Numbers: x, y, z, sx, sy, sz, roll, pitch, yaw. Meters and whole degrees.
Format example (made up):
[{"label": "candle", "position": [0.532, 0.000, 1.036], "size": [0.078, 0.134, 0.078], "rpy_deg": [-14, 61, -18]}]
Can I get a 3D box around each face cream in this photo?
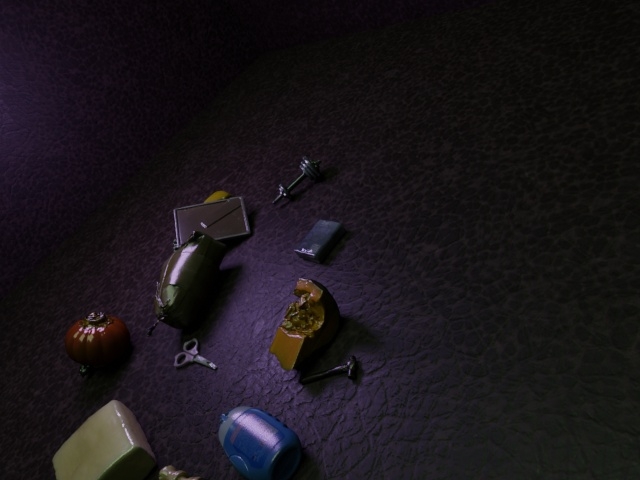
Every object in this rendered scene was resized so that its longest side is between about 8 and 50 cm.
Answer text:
[{"label": "face cream", "position": [-0.162, 0.487, 1.266], "size": [0.264, 0.083, 0.149], "rpy_deg": [13, 56, 49]}]

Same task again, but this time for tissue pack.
[{"label": "tissue pack", "position": [-0.449, -0.125, 2.239], "size": [0.127, 0.123, 0.178], "rpy_deg": [15, 58, 40]}, {"label": "tissue pack", "position": [0.000, 0.000, 1.752], "size": [0.112, 0.051, 0.156], "rpy_deg": [13, 57, 46]}]

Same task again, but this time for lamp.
[{"label": "lamp", "position": [-0.812, 0.362, 1.901], "size": [0.223, 0.196, 0.223], "rpy_deg": [3, 19, -1]}]

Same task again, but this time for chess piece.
[{"label": "chess piece", "position": [-0.354, 0.610, 1.318], "size": [0.172, 0.060, 0.060], "rpy_deg": [-4, 45, 42]}]

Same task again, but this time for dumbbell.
[{"label": "dumbbell", "position": [-0.096, -0.234, 2.088], "size": [0.254, 0.110, 0.110], "rpy_deg": [-42, 33, 3]}]

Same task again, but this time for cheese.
[{"label": "cheese", "position": [-0.615, 0.621, 1.477], "size": [0.242, 0.124, 0.265], "rpy_deg": [-49, 35, -12]}]

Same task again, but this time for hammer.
[{"label": "hammer", "position": [0.014, 0.345, 1.341], "size": [0.178, 0.021, 0.065], "rpy_deg": [-22, 37, 22]}]

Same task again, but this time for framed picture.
[{"label": "framed picture", "position": [-0.439, -0.076, 2.102], "size": [0.289, 0.016, 0.213], "rpy_deg": [-12, 53, -8]}]

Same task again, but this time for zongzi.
[{"label": "zongzi", "position": [-0.546, 0.210, 1.901], "size": [0.418, 0.181, 0.447], "rpy_deg": [-25, 35, 43]}]

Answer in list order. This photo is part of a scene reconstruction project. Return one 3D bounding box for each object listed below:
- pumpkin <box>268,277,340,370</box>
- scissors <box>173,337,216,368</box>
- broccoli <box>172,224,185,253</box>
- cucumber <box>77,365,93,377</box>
[{"label": "pumpkin", "position": [-0.032, 0.240, 1.438], "size": [0.131, 0.126, 0.248], "rpy_deg": [21, 81, 43]}, {"label": "scissors", "position": [-0.395, 0.377, 1.669], "size": [0.212, 0.021, 0.110], "rpy_deg": [7, 54, 47]}, {"label": "broccoli", "position": [-0.532, 0.007, 2.127], "size": [0.155, 0.160, 0.167], "rpy_deg": [-20, 6, -27]}, {"label": "cucumber", "position": [-0.870, 0.444, 1.985], "size": [0.053, 0.053, 0.181], "rpy_deg": [-22, 35, 20]}]
